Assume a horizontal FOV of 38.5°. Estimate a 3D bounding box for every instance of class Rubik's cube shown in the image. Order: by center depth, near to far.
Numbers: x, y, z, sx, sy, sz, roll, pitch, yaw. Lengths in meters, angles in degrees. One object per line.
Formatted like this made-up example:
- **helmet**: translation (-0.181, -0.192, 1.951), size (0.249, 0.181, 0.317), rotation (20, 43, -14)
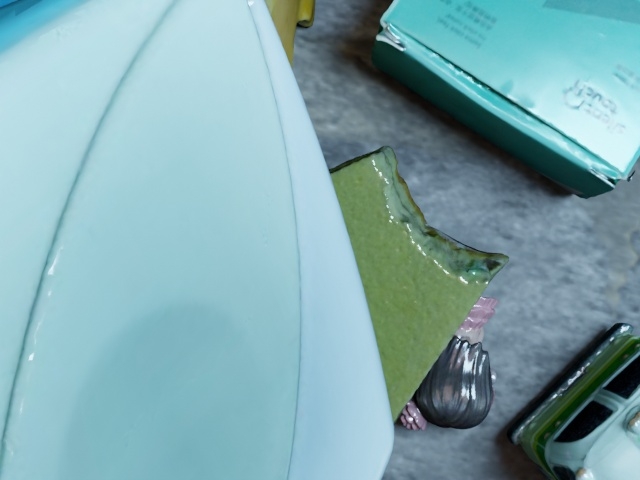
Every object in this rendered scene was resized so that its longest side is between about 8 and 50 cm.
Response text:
- **Rubik's cube**: translation (-0.199, 0.076, 0.453), size (0.352, 0.351, 0.347), rotation (1, 126, 32)

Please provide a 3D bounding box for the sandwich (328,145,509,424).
- **sandwich**: translation (-0.016, 0.018, 0.656), size (0.245, 0.063, 0.212), rotation (33, 106, 4)

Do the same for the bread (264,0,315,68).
- **bread**: translation (-0.095, -0.221, 0.695), size (0.183, 0.224, 0.211), rotation (6, 45, 6)

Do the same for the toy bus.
- **toy bus**: translation (0.277, 0.199, 0.628), size (0.133, 0.165, 0.276), rotation (-45, 87, -2)

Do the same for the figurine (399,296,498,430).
- **figurine**: translation (0.097, 0.080, 0.689), size (0.072, 0.054, 0.129), rotation (4, 84, 4)

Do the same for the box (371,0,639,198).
- **box**: translation (0.200, -0.212, 0.676), size (0.205, 0.118, 0.311), rotation (32, 86, 4)
